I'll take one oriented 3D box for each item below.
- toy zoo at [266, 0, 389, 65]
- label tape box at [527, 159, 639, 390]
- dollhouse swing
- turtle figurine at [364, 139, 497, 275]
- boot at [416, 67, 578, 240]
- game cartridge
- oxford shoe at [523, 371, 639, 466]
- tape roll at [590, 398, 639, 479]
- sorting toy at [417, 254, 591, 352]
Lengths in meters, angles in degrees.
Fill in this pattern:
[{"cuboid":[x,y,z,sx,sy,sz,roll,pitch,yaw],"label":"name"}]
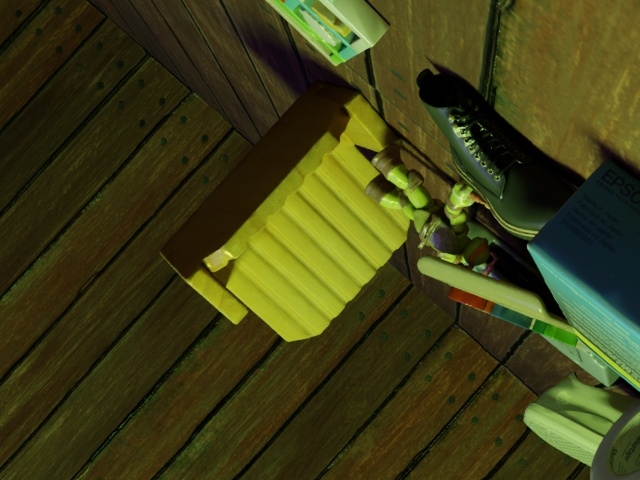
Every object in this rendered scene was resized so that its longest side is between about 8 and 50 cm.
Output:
[{"cuboid":[-0.021,-0.273,1.436,0.192,0.030,0.293,43,176,-7],"label":"toy zoo"},{"cuboid":[0.345,0.094,1.236,0.249,0.115,0.347,41,179,28],"label":"label tape box"},{"cuboid":[0.000,0.000,1.965,0.305,0.347,0.315,44,176,-19],"label":"dollhouse swing"},{"cuboid":[0.158,-0.025,1.846,0.217,0.087,0.269,42,167,19],"label":"turtle figurine"},{"cuboid":[0.171,-0.084,1.324,0.198,0.077,0.137,37,169,49],"label":"boot"},{"cuboid":[0.325,0.094,1.991,0.297,0.062,0.198,41,-179,21],"label":"game cartridge"},{"cuboid":[0.534,0.334,2.110,0.449,0.130,0.169,27,165,31],"label":"oxford shoe"},{"cuboid":[0.446,0.278,1.740,0.080,0.189,0.189,44,177,-11],"label":"tape roll"},{"cuboid":[0.294,0.108,1.763,0.307,0.041,0.229,21,175,42],"label":"sorting toy"}]
